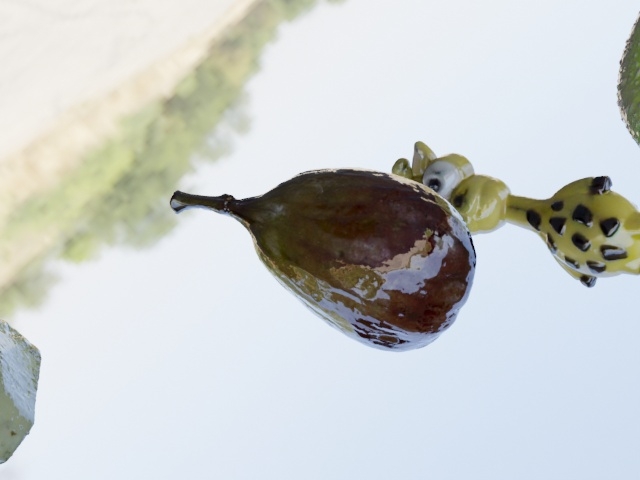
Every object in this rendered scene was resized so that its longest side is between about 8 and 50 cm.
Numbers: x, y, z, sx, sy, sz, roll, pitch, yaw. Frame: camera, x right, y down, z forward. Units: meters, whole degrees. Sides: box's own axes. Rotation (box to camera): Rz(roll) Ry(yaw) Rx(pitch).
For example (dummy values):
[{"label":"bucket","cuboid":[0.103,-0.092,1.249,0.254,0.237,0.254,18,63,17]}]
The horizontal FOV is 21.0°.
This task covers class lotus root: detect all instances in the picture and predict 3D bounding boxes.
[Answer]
[{"label":"lotus root","cuboid":[-0.299,0.110,1.475,0.070,0.144,0.143,-21,-131,22]}]

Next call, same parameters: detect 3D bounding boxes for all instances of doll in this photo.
[{"label":"doll","cuboid":[0.195,-0.027,1.714,0.086,0.291,0.117,-23,123,-57]}]

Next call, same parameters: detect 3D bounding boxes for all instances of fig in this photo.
[{"label":"fig","cuboid":[0.001,-0.002,1.521,0.170,0.274,0.145,106,3,-73]}]

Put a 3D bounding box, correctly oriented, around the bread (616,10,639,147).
[{"label":"bread","cuboid":[0.333,-0.166,1.254,0.301,0.045,0.301,-33,-147,25]}]
